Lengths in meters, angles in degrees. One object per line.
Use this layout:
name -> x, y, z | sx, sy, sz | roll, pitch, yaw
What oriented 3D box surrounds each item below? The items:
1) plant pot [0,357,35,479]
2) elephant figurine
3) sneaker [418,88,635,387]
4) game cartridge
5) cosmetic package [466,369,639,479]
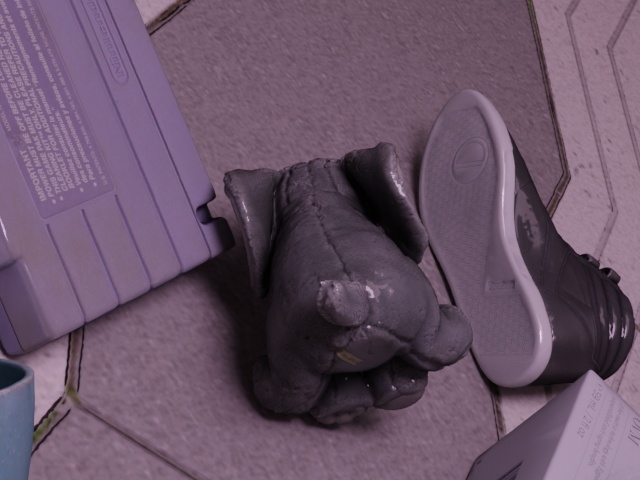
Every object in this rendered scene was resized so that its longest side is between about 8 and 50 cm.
plant pot -> -0.261, 0.158, 0.677 | 0.290, 0.290, 0.195 | -4, 94, -49
elephant figurine -> 0.000, 0.000, 1.197 | 0.169, 0.186, 0.239 | 9, 52, -35
sneaker -> 0.183, 0.006, 1.446 | 0.147, 0.104, 0.296 | 16, 49, -39
game cartridge -> -0.201, -0.120, 1.103 | 0.230, 0.068, 0.355 | -28, 97, -52
cosmetic package -> 0.206, 0.254, 1.164 | 0.224, 0.138, 0.224 | 44, 33, -4
